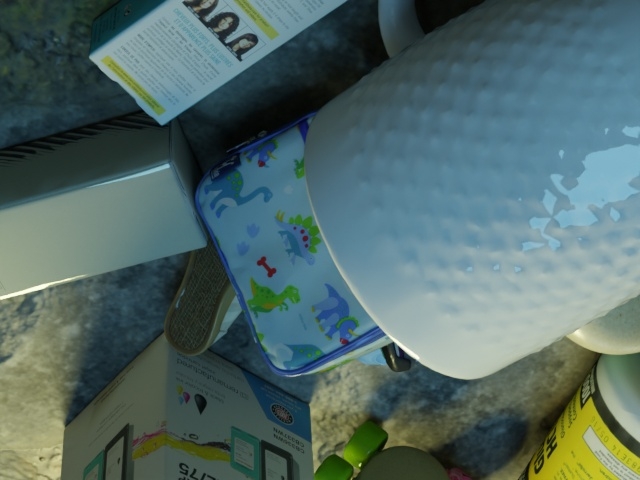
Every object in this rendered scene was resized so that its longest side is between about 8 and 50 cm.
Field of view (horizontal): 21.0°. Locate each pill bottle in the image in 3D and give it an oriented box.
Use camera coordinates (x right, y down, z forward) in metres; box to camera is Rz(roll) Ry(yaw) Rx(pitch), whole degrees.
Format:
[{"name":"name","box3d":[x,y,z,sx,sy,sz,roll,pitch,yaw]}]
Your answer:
[{"name":"pill bottle","box3d":[0.315,0.265,1.836,0.188,0.188,0.334,15,127,-16]}]

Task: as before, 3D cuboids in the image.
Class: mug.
[{"name":"mug","box3d":[0.179,-0.120,1.424,0.328,0.374,0.276,-32,163,30]}]

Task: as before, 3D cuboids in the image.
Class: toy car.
[{"name":"toy car","box3d":[0.057,0.322,1.862,0.155,0.149,0.188,34,126,15]}]

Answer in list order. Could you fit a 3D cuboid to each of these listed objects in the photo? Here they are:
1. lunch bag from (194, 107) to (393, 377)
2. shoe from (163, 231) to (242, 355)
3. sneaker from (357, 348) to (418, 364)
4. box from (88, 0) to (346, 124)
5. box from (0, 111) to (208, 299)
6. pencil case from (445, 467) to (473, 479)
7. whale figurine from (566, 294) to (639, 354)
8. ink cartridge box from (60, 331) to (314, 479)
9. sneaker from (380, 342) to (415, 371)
[{"name":"lunch bag","box3d":[0.000,0.000,1.559,0.176,0.219,0.090,-25,169,20]},{"name":"shoe","box3d":[-0.087,0.017,1.693,0.076,0.058,0.219,38,118,13]},{"name":"sneaker","box3d":[0.109,0.051,1.725,0.240,0.091,0.126,-26,145,17]},{"name":"box","box3d":[-0.077,-0.208,1.496,0.244,0.060,0.100,-31,125,21]},{"name":"box","box3d":[-0.250,-0.027,1.615,0.275,0.094,0.113,-14,130,7]},{"name":"pencil case","box3d":[0.093,0.328,1.944,0.209,0.095,0.098,-31,91,18]},{"name":"whale figurine","box3d":[0.276,-0.031,1.642,0.216,0.141,0.272,-12,108,-10]},{"name":"ink cartridge box","box3d":[-0.137,0.277,1.763,0.198,0.270,0.197,31,122,-26]},{"name":"sneaker","box3d":[0.090,0.010,1.622,0.098,0.083,0.223,-8,94,-6]}]
